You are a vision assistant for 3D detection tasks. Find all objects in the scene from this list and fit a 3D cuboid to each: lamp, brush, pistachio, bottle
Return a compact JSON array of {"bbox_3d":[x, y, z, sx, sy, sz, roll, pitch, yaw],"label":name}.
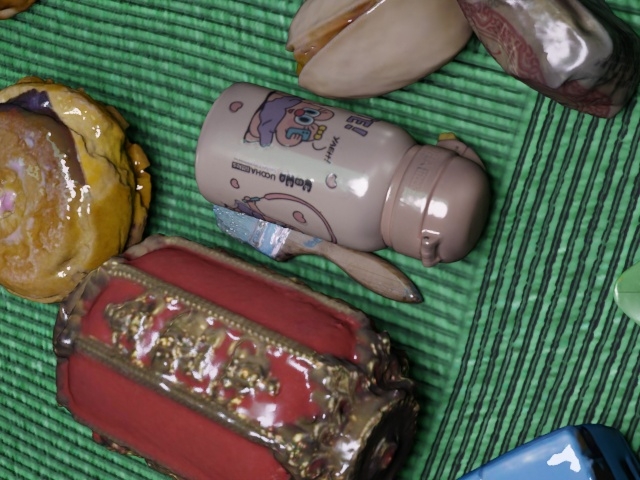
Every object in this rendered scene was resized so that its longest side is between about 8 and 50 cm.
[{"bbox_3d":[-0.064,0.100,0.942,0.274,0.177,0.177,21,95,28],"label":"lamp"},{"bbox_3d":[0.000,0.000,1.006,0.196,0.021,0.070,31,99,24],"label":"brush"},{"bbox_3d":[0.043,-0.158,0.946,0.149,0.113,0.113,-32,72,18],"label":"pistachio"},{"bbox_3d":[0.023,-0.049,0.950,0.209,0.097,0.110,18,54,19],"label":"bottle"}]

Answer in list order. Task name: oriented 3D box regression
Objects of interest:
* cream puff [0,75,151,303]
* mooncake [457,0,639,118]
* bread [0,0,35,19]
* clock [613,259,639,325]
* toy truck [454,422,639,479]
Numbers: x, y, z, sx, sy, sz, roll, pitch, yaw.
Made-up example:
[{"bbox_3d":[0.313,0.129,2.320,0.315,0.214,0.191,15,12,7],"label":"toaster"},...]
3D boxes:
[{"bbox_3d":[-0.220,-0.043,1.062,0.189,0.129,0.189,3,96,26],"label":"cream puff"},{"bbox_3d":[0.153,-0.141,0.877,0.073,0.125,0.130,-51,63,20],"label":"mooncake"},{"bbox_3d":[-0.299,-0.316,1.145,0.181,0.096,0.222,-45,66,17],"label":"bread"},{"bbox_3d":[0.289,0.031,0.781,0.231,0.144,0.103,-4,86,26],"label":"clock"},{"bbox_3d":[0.204,0.305,0.792,0.161,0.162,0.384,-33,73,21],"label":"toy truck"}]
